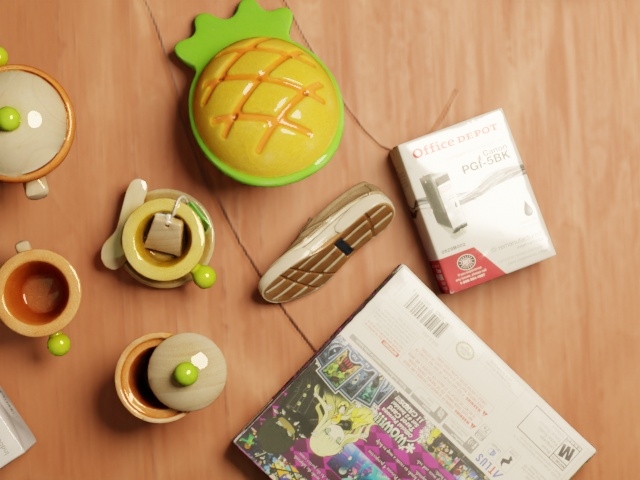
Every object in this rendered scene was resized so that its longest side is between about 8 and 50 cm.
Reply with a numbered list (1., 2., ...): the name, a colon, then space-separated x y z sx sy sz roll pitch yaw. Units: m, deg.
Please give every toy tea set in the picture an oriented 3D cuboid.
1. toy tea set: -0.201 0.004 1.144 0.336 0.124 0.200 36 86 -1

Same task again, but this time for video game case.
1. video game case: 0.079 0.173 1.196 0.232 0.042 0.210 43 86 -1

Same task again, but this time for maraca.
1. maraca: -0.052 -0.125 1.176 0.127 0.099 0.185 -18 63 -9

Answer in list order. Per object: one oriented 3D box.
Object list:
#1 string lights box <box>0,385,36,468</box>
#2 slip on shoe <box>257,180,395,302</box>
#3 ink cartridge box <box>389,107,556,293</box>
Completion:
1. string lights box: -0.381 0.187 1.151 0.260 0.077 0.133 -34 91 -4
2. slip on shoe: 0.000 0.000 1.200 0.135 0.051 0.041 -40 51 4
3. ink cartridge box: 0.128 -0.033 1.199 0.099 0.056 0.135 -21 90 -3
